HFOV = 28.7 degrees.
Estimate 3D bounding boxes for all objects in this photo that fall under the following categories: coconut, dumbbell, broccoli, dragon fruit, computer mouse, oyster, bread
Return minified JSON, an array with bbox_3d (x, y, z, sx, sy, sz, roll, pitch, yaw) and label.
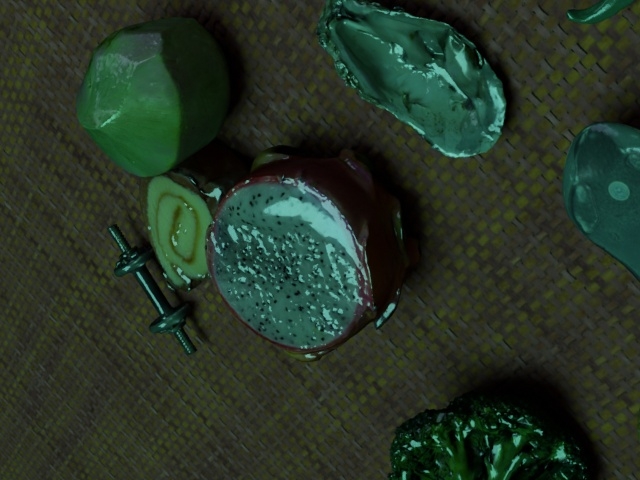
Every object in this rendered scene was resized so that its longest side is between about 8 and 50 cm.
[{"bbox_3d":[-0.240,-0.199,1.747,0.235,0.236,0.205,0,115,41],"label":"coconut"},{"bbox_3d":[-0.282,0.083,2.100,0.081,0.081,0.254,-23,102,47],"label":"dumbbell"},{"bbox_3d":[0.231,0.350,1.698,0.297,0.297,0.298,0,123,-1],"label":"broccoli"},{"bbox_3d":[0.000,0.000,1.727,0.290,0.189,0.291,15,122,25],"label":"dragon fruit"},{"bbox_3d":[0.424,0.010,1.424,0.379,0.090,0.167,51,139,-9],"label":"computer mouse"},{"bbox_3d":[0.109,-0.207,1.544,0.252,0.087,0.199,9,114,29],"label":"oyster"},{"bbox_3d":[-0.189,-0.040,1.898,0.190,0.123,0.244,31,134,24],"label":"bread"}]

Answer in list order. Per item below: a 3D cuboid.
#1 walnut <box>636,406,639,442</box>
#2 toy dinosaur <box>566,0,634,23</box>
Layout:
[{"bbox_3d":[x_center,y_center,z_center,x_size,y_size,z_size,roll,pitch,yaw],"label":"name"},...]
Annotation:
[{"bbox_3d":[0.450,0.225,1.545,0.124,0.105,0.105,-18,106,35],"label":"walnut"},{"bbox_3d":[0.385,-0.282,1.258,0.120,0.079,0.292,52,136,8],"label":"toy dinosaur"}]
